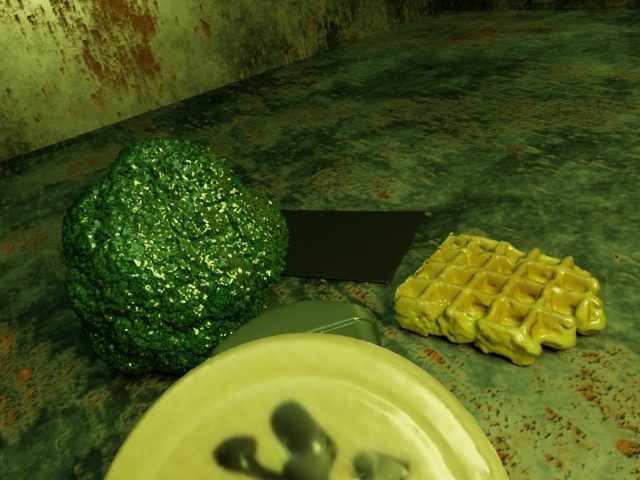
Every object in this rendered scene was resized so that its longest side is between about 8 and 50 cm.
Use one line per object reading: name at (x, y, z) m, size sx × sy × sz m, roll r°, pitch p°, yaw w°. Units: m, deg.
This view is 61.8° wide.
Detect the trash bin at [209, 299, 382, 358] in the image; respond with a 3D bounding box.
trash bin at (-0.010, 0.160, 0.496) m, size 0.176 × 0.101 × 0.236 m, roll -15°, pitch 31°, yaw -4°

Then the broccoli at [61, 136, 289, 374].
broccoli at (-0.175, 0.015, 0.681) m, size 0.297 × 0.298 × 0.297 m, roll -8°, pitch 8°, yaw 10°

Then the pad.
pad at (0.000, 0.001, 0.862) m, size 0.299 × 0.005 × 0.202 m, roll 2°, pitch 32°, yaw 27°

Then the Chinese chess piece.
Chinese chess piece at (-0.009, 0.185, 0.321) m, size 0.257 × 0.104 × 0.258 m, roll -2°, pitch 66°, yaw 5°

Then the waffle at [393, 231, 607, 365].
waffle at (0.209, 0.065, 0.607) m, size 0.210 × 0.055 × 0.160 m, roll 14°, pitch 39°, yaw 39°
